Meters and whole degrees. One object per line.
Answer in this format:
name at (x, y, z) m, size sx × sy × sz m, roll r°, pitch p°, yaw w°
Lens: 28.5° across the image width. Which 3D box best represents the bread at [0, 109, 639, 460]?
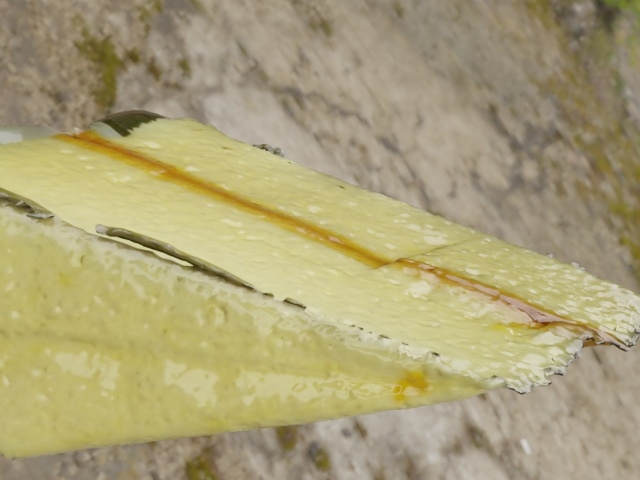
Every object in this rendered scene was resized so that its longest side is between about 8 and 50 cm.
bread at (0.000, 0.000, 0.832) m, size 0.346 × 0.405 × 0.242 m, roll -32°, pitch 110°, yaw -74°
